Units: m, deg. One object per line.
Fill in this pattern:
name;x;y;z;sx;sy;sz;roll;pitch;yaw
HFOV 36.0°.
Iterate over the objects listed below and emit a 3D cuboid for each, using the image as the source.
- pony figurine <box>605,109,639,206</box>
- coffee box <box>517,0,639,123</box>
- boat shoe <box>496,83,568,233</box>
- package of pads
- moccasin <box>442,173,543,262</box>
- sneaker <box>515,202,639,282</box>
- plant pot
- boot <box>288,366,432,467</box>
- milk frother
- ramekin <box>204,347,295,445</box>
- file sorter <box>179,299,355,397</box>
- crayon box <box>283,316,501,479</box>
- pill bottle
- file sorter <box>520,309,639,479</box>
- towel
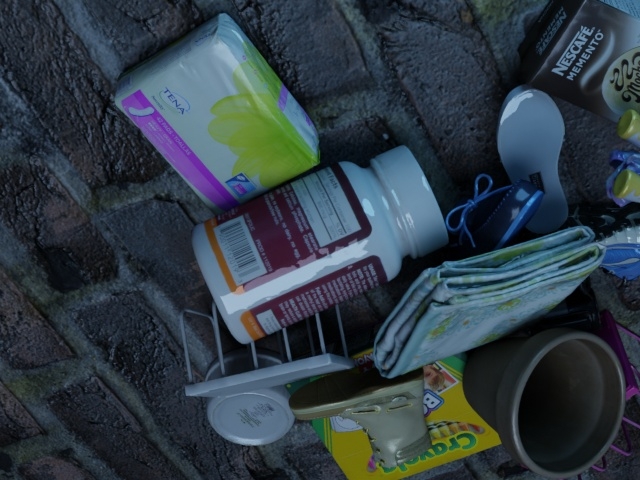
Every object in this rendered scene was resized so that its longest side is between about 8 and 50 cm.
pony figurine;0.616;-0.090;1.481;0.364;0.302;0.351;16;120;-16
coffee box;0.482;-0.281;1.540;0.297;0.119;0.168;19;127;-14
boat shoe;0.356;-0.151;1.658;0.113;0.105;0.306;-19;132;11
package of pads;-0.160;-0.202;1.627;0.229;0.101;0.296;-27;124;21
moccasin;0.264;-0.020;1.674;0.117;0.138;0.342;44;155;8
sneaker;0.517;0.019;1.775;0.330;0.129;0.147;-5;126;5
plant pot;0.385;0.277;1.804;0.263;0.229;0.263;-3;96;-28
boot;0.081;0.350;1.894;0.262;0.095;0.203;-14;119;-5
milk frother;0.458;0.114;1.885;0.135;0.129;0.143;-12;84;10
ramekin;-0.142;0.333;2.049;0.207;0.109;0.207;1;128;1
file sorter;-0.104;0.184;1.858;0.278;0.173;0.193;-15;166;12
crayon box;0.161;0.318;1.993;0.363;0.106;0.313;-25;111;20
pill bottle;0.000;0.000;1.669;0.392;0.224;0.224;-24;126;-1
file sorter;0.549;0.330;1.979;0.182;0.202;0.290;30;123;-24
towel;0.276;0.112;1.675;0.321;0.090;0.374;-14;159;-18
